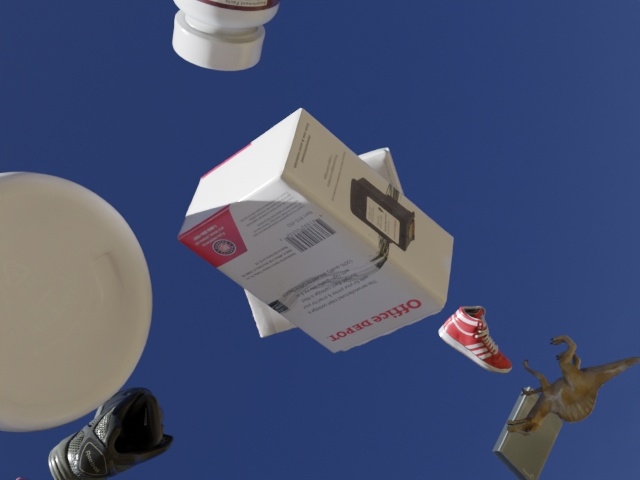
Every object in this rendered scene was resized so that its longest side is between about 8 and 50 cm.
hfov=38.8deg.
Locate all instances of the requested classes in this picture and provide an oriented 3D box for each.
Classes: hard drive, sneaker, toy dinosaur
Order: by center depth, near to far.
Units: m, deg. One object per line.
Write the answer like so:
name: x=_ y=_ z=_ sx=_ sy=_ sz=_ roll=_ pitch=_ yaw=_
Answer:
toy dinosaur: x=0.289 y=0.158 z=1.032 sx=0.183 sy=0.093 sz=0.053 roll=-38 pitch=-45 yaw=25
sneaker: x=-0.225 y=0.227 z=1.114 sx=0.130 sy=0.227 sz=0.087 roll=-26 pitch=-89 yaw=14
sneaker: x=0.236 y=0.139 z=1.301 sx=0.118 sy=0.042 sz=0.067 roll=31 pitch=-63 yaw=-4
hard drive: x=0.343 y=0.324 z=1.498 sx=0.094 sy=0.022 sz=0.135 roll=47 pitch=-124 yaw=-15

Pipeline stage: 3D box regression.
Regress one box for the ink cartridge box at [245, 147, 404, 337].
ink cartridge box: x=0.006 y=0.004 z=1.136 sx=0.224 sy=0.056 sz=0.181 roll=-17 pitch=-82 yaw=8

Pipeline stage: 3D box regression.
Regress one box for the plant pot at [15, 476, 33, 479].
plant pot: x=-0.355 y=0.440 z=1.219 sx=0.180 sy=0.201 sz=0.201 roll=19 pitch=-96 yaw=-8

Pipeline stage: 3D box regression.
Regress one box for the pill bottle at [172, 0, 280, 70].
pill bottle: x=-0.095 y=-0.303 z=0.969 sx=0.121 sy=0.121 sz=0.221 roll=-13 pitch=-47 yaw=-33

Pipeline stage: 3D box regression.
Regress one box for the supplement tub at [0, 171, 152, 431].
supplement tub: x=-0.343 y=0.067 z=0.921 sx=0.235 sy=0.324 sz=0.236 roll=6 pitch=-99 yaw=-39

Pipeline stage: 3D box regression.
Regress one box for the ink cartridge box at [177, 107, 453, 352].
ink cartridge box: x=0.000 y=0.000 z=0.960 sx=0.237 sy=0.172 sz=0.100 roll=38 pitch=-135 yaw=-26
